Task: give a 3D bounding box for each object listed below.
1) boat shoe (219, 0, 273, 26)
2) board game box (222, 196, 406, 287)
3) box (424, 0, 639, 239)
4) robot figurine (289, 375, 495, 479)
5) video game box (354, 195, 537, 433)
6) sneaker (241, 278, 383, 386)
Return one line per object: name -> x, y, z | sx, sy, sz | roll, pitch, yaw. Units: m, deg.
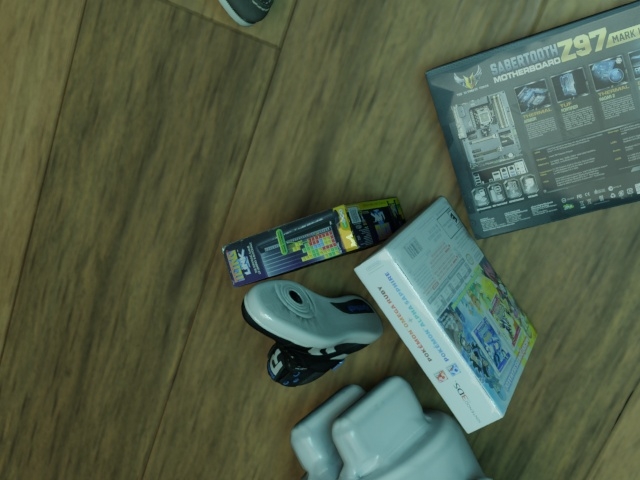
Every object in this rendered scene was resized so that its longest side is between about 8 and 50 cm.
boat shoe -> -0.095, -0.391, 0.880 | 0.096, 0.112, 0.335 | -14, 96, 27
board game box -> 0.000, 0.000, 0.914 | 0.141, 0.170, 0.048 | -20, 87, 23
box -> 0.240, -0.117, 0.860 | 0.233, 0.059, 0.183 | -15, 99, 23
robot figurine -> 0.103, 0.328, 0.950 | 0.300, 0.200, 0.353 | -23, 96, 51
video game box -> 0.133, 0.064, 0.868 | 0.048, 0.205, 0.187 | -37, 89, 28
sneaker -> -0.031, 0.112, 0.936 | 0.121, 0.217, 0.079 | -42, 59, 23
